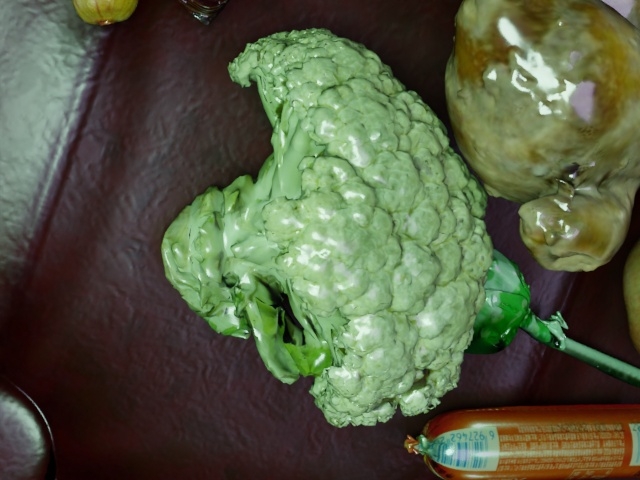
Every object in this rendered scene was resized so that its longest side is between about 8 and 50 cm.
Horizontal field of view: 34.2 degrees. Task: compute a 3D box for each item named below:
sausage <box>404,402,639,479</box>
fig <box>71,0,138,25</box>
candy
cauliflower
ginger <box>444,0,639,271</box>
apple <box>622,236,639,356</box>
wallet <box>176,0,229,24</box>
[{"bbox_3d":[0.201,0.192,0.991,0.263,0.083,0.083,3,104,-21],"label":"sausage"},{"bbox_3d":[-0.156,-0.198,0.754,0.050,0.050,0.083,0,93,-21],"label":"fig"},{"bbox_3d":[0.220,0.089,0.977,0.323,0.097,0.097,25,95,-34],"label":"candy"},{"bbox_3d":[0.000,0.000,0.798,0.250,0.275,0.272,-15,134,26],"label":"cauliflower"},{"bbox_3d":[0.178,-0.150,0.777,0.256,0.176,0.375,44,46,-42],"label":"ginger"},{"bbox_3d":[0.372,0.052,0.954,0.173,0.188,0.188,-11,115,26],"label":"apple"},{"bbox_3d":[-0.139,-0.263,0.728,0.232,0.031,0.122,32,67,-27],"label":"wallet"}]
